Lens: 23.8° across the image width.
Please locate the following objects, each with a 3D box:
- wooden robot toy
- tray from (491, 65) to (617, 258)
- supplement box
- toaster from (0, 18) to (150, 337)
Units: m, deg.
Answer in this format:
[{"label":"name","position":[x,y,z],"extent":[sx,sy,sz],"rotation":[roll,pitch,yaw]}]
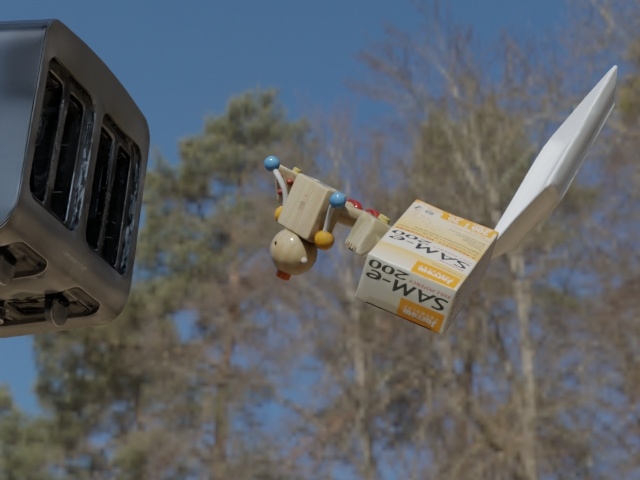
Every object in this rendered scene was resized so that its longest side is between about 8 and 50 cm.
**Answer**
[{"label":"wooden robot toy","position":[0.000,0.000,1.125],"extent":[0.076,0.079,0.173],"rotation":[27,3,-38]},{"label":"tray","position":[0.260,-0.080,1.675],"extent":[0.030,0.270,0.145],"rotation":[36,-47,0]},{"label":"supplement box","position":[0.070,0.015,0.977],"extent":[0.062,0.098,0.036],"rotation":[22,-61,12]},{"label":"toaster","position":[-0.195,-0.043,0.971],"extent":[0.110,0.185,0.168],"rotation":[-2,-24,17]}]
